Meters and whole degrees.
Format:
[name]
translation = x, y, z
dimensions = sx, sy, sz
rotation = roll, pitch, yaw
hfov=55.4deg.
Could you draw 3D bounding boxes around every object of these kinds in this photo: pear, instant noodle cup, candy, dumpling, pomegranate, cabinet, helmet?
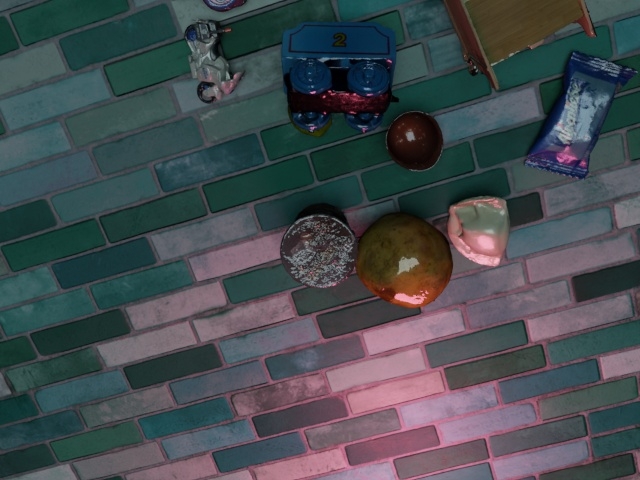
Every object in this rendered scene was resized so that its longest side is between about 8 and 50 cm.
[pear]
translation = -0.029, -0.346, 1.673
dimensions = 0.107, 0.107, 0.131
rotation = -41, 113, 14
[instant noodle cup]
translation = 0.000, 0.000, 1.738
dimensions = 0.217, 0.207, 0.217
rotation = 0, 108, 1
[candy]
translation = 0.712, -0.335, 1.678
dimensions = 0.187, 0.077, 0.331
rotation = 17, 108, 3
[dumpling]
translation = 0.459, -0.032, 1.776
dimensions = 0.179, 0.131, 0.252
rotation = 3, 132, 21
[pomegranate]
translation = 0.233, 0.054, 1.719
dimensions = 0.281, 0.281, 0.281
rotation = 0, 109, 1
[cabinet]
translation = 0.463, -0.592, 1.498
dimensions = 0.290, 0.227, 0.318
rotation = -28, 116, 10
[helmet]
translation = 0.255, -0.283, 1.687
dimensions = 0.155, 0.106, 0.175
rotation = -43, 107, 13

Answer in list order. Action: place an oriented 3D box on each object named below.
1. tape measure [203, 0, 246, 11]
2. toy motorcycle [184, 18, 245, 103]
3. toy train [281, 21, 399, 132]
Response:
[tape measure]
translation = -0.253, -0.659, 1.587
dimensions = 0.125, 0.074, 0.118
rotation = -3, 109, -2
[toy motorcycle]
translation = -0.282, -0.485, 1.636
dimensions = 0.150, 0.102, 0.221
rotation = -5, 110, 16
[toy train]
translation = 0.053, -0.425, 1.555
dimensions = 0.300, 0.265, 0.188
rotation = 1, 152, 0
